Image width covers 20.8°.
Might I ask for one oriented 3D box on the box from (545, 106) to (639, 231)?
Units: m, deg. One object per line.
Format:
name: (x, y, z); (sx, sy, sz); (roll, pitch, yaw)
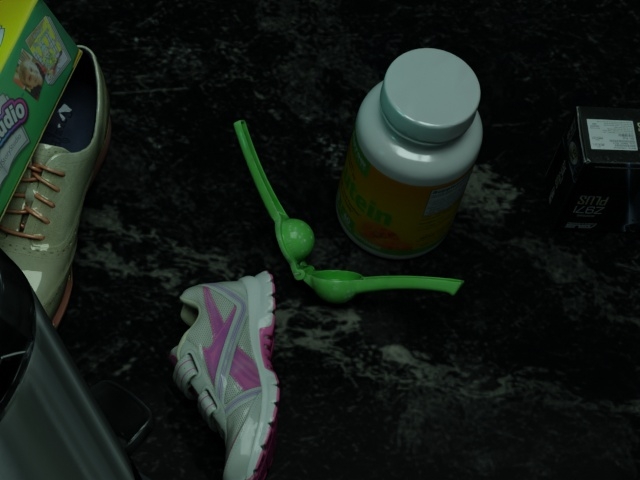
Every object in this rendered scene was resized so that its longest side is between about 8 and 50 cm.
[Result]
box: (0.361, -0.078, 1.976); (0.180, 0.147, 0.077); (2, 60, -9)

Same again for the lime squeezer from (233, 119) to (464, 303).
lime squeezer: (0.000, 0.000, 1.899); (0.310, 0.110, 0.059); (37, 37, 14)

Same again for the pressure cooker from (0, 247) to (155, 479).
pressure cooker: (-0.357, 0.237, 1.540); (0.370, 0.420, 0.375); (-12, 41, 13)

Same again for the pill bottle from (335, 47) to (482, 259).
pill bottle: (0.099, -0.095, 1.887); (0.136, 0.245, 0.136); (4, 59, -6)

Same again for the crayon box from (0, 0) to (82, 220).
crayon box: (-0.458, -0.087, 1.803); (0.313, 0.106, 0.363); (2, 55, 27)

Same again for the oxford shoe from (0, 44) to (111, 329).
oxford shoe: (-0.317, -0.034, 1.844); (0.141, 0.146, 0.397); (12, 59, -4)

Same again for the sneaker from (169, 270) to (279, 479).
sneaker: (-0.100, 0.148, 1.807); (0.111, 0.103, 0.252); (-1, 53, -4)

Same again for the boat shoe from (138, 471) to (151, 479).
boat shoe: (-0.223, 0.249, 1.756); (0.206, 0.075, 0.065); (29, 17, 15)
